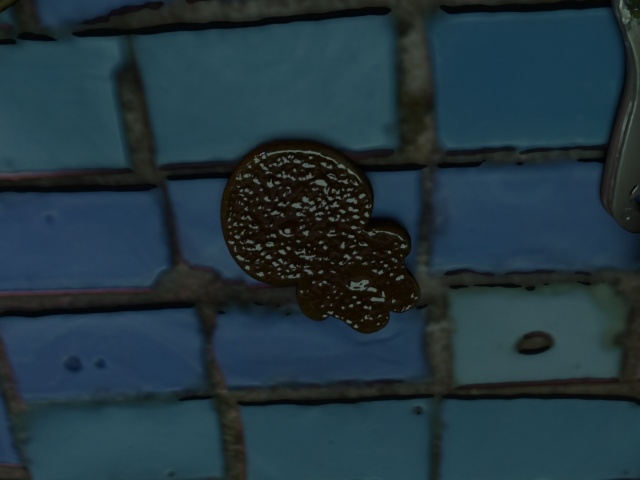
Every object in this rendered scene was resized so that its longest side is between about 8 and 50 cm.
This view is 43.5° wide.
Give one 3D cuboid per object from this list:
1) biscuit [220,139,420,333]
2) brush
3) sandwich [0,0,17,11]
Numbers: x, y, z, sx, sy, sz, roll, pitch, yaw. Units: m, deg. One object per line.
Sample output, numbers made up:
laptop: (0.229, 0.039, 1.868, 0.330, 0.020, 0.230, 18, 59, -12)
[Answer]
biscuit: (0.000, 0.000, 0.616, 0.124, 0.026, 0.175, -37, 109, 20)
brush: (0.221, -0.135, 0.521, 0.072, 0.067, 0.313, -4, 119, 3)
sandwich: (-0.164, -0.228, 0.488, 0.212, 0.063, 0.245, 5, 118, -2)
